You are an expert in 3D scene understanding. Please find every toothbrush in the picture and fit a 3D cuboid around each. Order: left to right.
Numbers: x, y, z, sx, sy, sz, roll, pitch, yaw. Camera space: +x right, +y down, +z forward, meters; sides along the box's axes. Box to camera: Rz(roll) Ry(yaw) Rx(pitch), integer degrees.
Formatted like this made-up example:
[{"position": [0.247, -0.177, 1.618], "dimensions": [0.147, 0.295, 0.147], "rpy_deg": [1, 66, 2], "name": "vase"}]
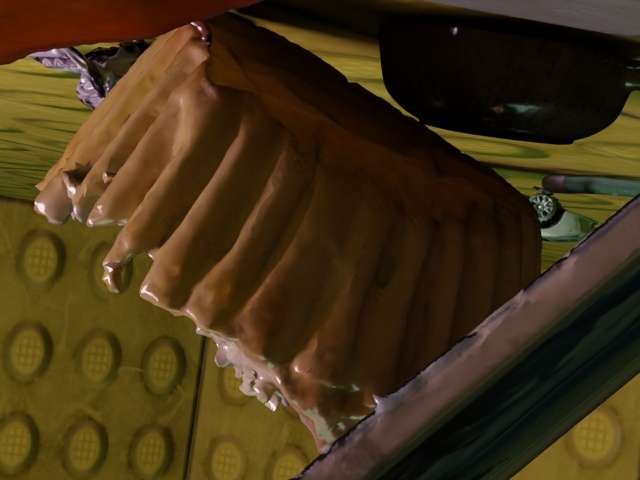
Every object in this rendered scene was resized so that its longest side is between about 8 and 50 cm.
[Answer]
[{"position": [0.267, -0.039, 1.533], "dimensions": [0.018, 0.024, 0.257], "rpy_deg": [31, 164, -36], "name": "toothbrush"}]

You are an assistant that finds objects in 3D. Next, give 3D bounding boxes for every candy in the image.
[{"position": [-0.115, -0.093, 1.193], "dimensions": [0.094, 0.051, 0.226], "rpy_deg": [10, 178, 17], "name": "candy"}]

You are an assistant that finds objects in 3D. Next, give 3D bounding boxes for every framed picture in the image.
[{"position": [0.131, 0.015, 0.769], "dimensions": [0.024, 0.315, 0.232], "rpy_deg": [53, -167, 16], "name": "framed picture"}]

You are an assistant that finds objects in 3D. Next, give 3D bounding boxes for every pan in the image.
[{"position": [0.115, -0.072, 0.940], "dimensions": [0.128, 0.048, 0.202], "rpy_deg": [6, 180, -43], "name": "pan"}]

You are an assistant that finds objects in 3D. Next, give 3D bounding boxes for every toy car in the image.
[{"position": [0.134, -0.026, 1.610], "dimensions": [0.186, 0.058, 0.093], "rpy_deg": [18, 179, 11], "name": "toy car"}]

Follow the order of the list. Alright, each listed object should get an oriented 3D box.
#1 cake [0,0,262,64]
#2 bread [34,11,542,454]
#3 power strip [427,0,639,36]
[{"position": [-0.011, -0.092, 0.310], "dimensions": [0.287, 0.098, 0.135], "rpy_deg": [-8, 171, 44], "name": "cake"}, {"position": [0.000, 0.000, 0.973], "dimensions": [0.274, 0.149, 0.274], "rpy_deg": [31, -164, -10], "name": "bread"}, {"position": [0.055, -0.102, 0.551], "dimensions": [0.118, 0.046, 0.270], "rpy_deg": [8, 178, 2], "name": "power strip"}]
